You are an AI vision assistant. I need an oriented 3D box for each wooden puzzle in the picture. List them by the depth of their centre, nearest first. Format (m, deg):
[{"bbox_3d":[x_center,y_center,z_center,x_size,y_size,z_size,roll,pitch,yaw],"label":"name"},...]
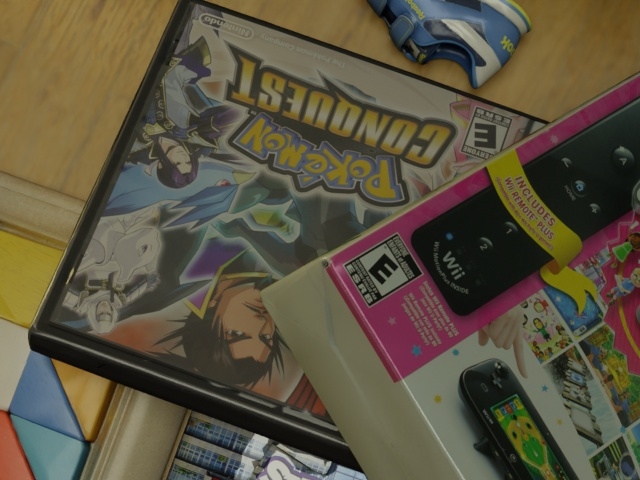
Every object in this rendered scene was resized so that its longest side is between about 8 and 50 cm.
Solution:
[{"bbox_3d":[-0.198,0.072,1.156,0.238,0.044,0.221,20,83,3],"label":"wooden puzzle"}]

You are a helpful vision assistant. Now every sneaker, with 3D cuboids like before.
[{"bbox_3d":[0.058,-0.146,1.178,0.144,0.053,0.059,28,86,5],"label":"sneaker"}]

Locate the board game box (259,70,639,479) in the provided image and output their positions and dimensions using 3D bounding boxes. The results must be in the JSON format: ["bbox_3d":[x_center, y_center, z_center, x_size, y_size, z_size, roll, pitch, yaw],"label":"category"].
[{"bbox_3d":[0.153,0.046,1.064,0.303,0.097,0.224,-30,88,-31],"label":"board game box"}]

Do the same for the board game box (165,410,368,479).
[{"bbox_3d":[-0.004,0.175,1.134,0.194,0.060,0.194,19,82,3],"label":"board game box"}]

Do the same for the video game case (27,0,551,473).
[{"bbox_3d":[0.000,0.000,1.131,0.274,0.035,0.248,20,65,3],"label":"video game case"}]
